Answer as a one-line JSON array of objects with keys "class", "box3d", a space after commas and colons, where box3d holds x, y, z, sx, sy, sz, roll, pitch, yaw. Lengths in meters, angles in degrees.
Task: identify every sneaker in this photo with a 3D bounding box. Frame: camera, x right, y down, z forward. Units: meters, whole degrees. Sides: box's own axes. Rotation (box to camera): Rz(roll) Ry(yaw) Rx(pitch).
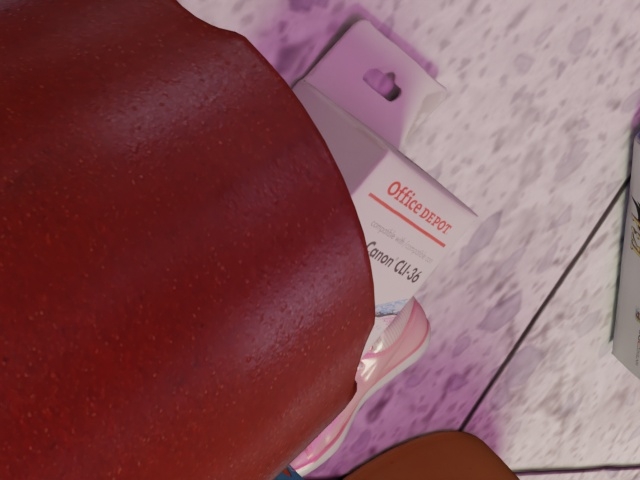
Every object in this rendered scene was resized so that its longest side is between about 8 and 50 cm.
[{"class": "sneaker", "box3d": [0.004, 0.069, 1.021, 0.134, 0.051, 0.070, -43, 148, -16]}]

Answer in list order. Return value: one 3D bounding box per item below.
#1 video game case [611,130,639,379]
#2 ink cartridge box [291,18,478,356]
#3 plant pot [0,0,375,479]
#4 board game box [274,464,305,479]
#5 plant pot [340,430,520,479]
[{"class": "video game case", "box3d": [0.318, -0.049, 1.283, 0.269, 0.061, 0.244, -36, 146, -21]}, {"class": "ink cartridge box", "box3d": [0.000, 0.000, 0.917, 0.198, 0.067, 0.115, -52, 149, 5]}, {"class": "plant pot", "box3d": [-0.139, 0.047, 0.624, 0.265, 0.272, 0.272, -34, 148, -38]}, {"class": "board game box", "box3d": [-0.089, 0.137, 0.815, 0.160, 0.210, 0.047, -52, 150, 4]}, {"class": "plant pot", "box3d": [0.080, 0.301, 1.233, 0.291, 0.203, 0.291, -34, 148, -25]}]
